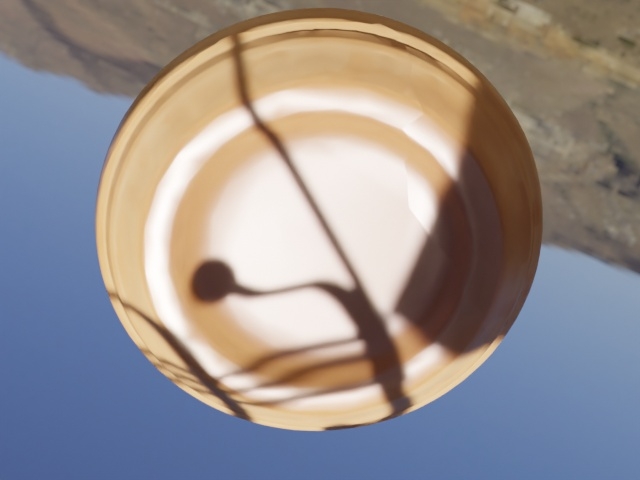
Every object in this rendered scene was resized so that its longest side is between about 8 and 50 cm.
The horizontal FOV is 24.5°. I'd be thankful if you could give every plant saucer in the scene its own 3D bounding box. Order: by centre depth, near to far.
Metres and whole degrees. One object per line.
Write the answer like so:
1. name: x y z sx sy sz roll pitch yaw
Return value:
1. plant saucer: 0.000 0.000 0.644 0.200 0.200 0.037 23 -160 -11
